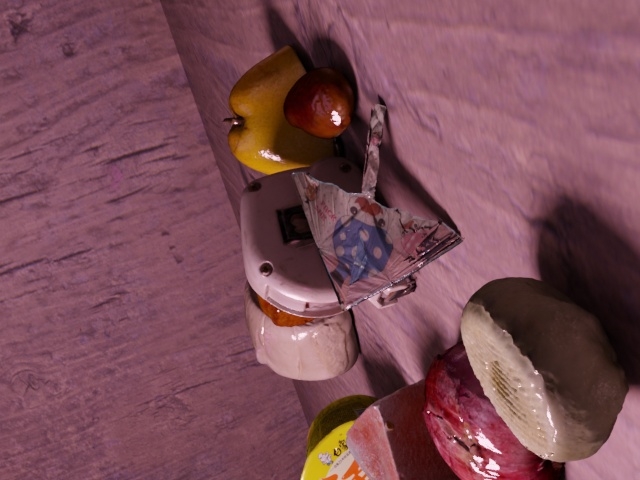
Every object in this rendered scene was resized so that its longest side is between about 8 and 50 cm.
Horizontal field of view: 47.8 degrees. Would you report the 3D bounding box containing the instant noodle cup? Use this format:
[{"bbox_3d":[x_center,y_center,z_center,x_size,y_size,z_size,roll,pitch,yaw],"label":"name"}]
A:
[{"bbox_3d":[0.098,0.483,1.556,0.221,0.311,0.311,-124,14,-79],"label":"instant noodle cup"}]

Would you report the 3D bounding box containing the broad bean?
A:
[{"bbox_3d":[0.002,-0.219,1.154,0.165,0.084,0.114,22,135,58],"label":"broad bean"}]

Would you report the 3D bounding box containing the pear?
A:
[{"bbox_3d":[-0.089,-0.212,1.344,0.267,0.178,0.267,158,90,-82],"label":"pear"}]

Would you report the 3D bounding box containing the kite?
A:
[{"bbox_3d":[0.068,-0.040,1.058,0.335,0.011,0.314,22,109,39],"label":"kite"}]

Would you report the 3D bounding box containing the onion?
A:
[{"bbox_3d":[0.212,0.254,1.027,0.283,0.120,0.227,-146,41,-68],"label":"onion"}]

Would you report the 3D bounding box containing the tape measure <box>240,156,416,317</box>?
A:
[{"bbox_3d":[0.000,0.000,1.199,0.130,0.265,0.258,109,144,-66],"label":"tape measure"}]

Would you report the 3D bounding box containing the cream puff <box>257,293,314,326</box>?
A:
[{"bbox_3d":[-0.045,0.021,1.484,0.303,0.212,0.303,167,90,-82],"label":"cream puff"}]

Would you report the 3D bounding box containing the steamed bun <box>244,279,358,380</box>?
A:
[{"bbox_3d":[-0.078,0.190,1.828,0.383,0.236,0.247,-131,24,-53],"label":"steamed bun"}]

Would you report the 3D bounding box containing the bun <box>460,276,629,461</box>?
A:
[{"bbox_3d":[0.231,0.121,0.728,0.195,0.118,0.195,157,90,-83],"label":"bun"}]

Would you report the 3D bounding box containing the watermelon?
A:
[{"bbox_3d":[0.184,0.329,1.194,0.261,0.212,0.201,44,138,47],"label":"watermelon"}]
